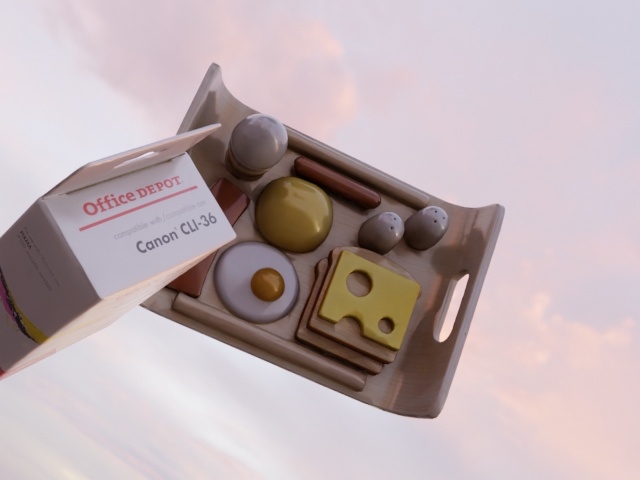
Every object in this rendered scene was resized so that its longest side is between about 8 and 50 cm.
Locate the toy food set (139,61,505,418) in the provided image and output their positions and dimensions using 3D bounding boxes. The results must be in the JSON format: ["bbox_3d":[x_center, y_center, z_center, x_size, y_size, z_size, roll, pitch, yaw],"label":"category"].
[{"bbox_3d":[0.000,0.000,0.792,0.306,0.220,0.092,25,-22,-9],"label":"toy food set"}]

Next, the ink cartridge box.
[{"bbox_3d":[-0.135,0.011,0.546,0.198,0.115,0.067,-33,-93,41],"label":"ink cartridge box"}]
